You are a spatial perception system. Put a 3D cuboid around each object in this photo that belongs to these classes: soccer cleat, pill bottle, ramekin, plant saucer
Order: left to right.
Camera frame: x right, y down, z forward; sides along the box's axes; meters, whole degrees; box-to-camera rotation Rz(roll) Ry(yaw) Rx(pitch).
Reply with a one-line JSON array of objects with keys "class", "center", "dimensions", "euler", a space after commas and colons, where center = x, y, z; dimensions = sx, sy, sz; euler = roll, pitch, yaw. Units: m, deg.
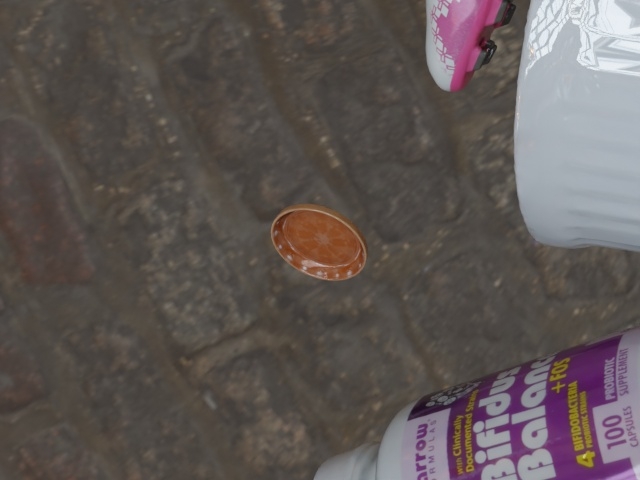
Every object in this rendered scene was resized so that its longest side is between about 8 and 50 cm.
[{"class": "plant saucer", "center": [0.000, 0.000, 1.156], "dimensions": [0.083, 0.013, 0.083], "euler": [14, 140, 12]}, {"class": "soccer cleat", "center": [0.129, -0.304, 1.263], "dimensions": [0.143, 0.116, 0.331], "euler": [20, 111, 10]}, {"class": "pill bottle", "center": [0.147, 0.174, 0.993], "dimensions": [0.302, 0.169, 0.169], "euler": [-23, 96, 29]}, {"class": "ramekin", "center": [0.220, -0.116, 0.780], "dimensions": [0.135, 0.277, 0.277], "euler": [15, 110, 24]}]
